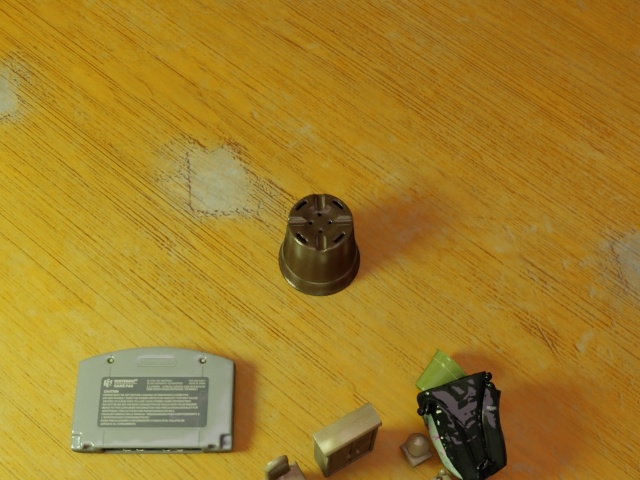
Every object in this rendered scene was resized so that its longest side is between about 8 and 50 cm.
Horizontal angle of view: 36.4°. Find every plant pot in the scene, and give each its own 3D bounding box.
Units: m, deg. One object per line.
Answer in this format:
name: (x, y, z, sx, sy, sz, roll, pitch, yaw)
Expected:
plant pot: (0.222, 0.259, 1.824, 0.083, 0.083, 0.079, 42, 82, 18)
plant pot: (0.000, 0.000, 1.897, 0.167, 0.165, 0.167, 1, 63, -1)

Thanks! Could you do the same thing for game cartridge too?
game cartridge: (-0.306, 0.295, 1.807, 0.294, 0.060, 0.196, 1, 67, -1)

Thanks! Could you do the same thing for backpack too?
backpack: (0.263, 0.339, 1.743, 0.152, 0.115, 0.182, -20, 82, 0)

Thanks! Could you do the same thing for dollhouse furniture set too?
dollhouse furniture set: (0.106, 0.481, 1.651, 0.303, 0.174, 0.355, -27, 66, -13)
